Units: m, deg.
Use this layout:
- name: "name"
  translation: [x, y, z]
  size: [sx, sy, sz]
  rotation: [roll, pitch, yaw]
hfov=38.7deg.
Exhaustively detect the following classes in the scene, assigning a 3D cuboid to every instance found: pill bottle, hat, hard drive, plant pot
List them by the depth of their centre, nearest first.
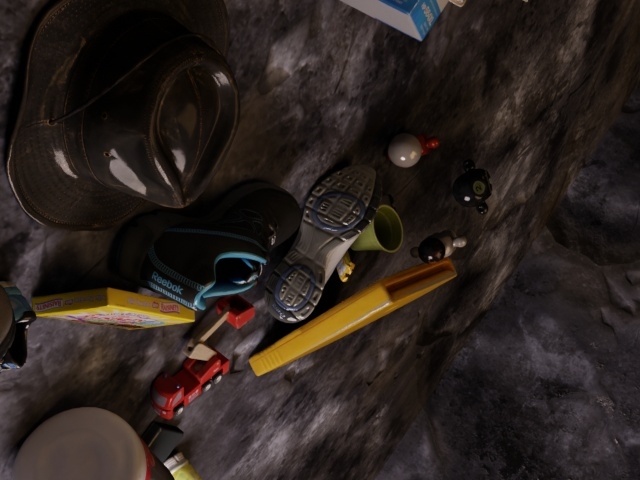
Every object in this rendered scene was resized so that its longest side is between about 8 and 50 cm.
- name: "hat"
  translation: [-0.167, -0.127, 0.965]
  size: [0.331, 0.134, 0.331]
  rotation: [-45, 155, -28]
- name: "pill bottle"
  translation: [-0.298, 0.370, 1.297]
  size: [0.176, 0.176, 0.318]
  rotation: [-48, 156, -20]
- name: "hard drive"
  translation: [-0.288, 0.364, 1.506]
  size: [0.135, 0.022, 0.094]
  rotation: [-54, 157, -5]
- name: "plant pot"
  translation: [0.087, -0.013, 1.578]
  size: [0.083, 0.079, 0.083]
  rotation: [17, 66, -45]

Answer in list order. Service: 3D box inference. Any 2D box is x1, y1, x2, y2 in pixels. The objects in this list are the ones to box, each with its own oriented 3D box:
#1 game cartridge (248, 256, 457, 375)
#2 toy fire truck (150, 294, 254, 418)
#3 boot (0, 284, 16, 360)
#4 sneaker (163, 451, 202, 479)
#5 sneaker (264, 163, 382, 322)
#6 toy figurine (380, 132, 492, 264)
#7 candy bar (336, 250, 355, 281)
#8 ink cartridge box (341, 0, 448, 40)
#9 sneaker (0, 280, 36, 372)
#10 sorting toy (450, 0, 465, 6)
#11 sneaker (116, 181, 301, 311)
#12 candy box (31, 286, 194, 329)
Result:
- name: "game cartridge"
  translation: [0.062, 0.136, 1.679]
  size: [0.324, 0.052, 0.285]
  rotation: [-31, 172, 31]
- name: "toy fire truck"
  translation: [-0.187, 0.181, 1.435]
  size: [0.192, 0.047, 0.135]
  rotation: [-37, 150, -36]
- name: "boot"
  translation: [-0.400, 0.054, 0.773]
  size: [0.338, 0.118, 0.222]
  rotation: [-34, 144, -50]
- name: "sneaker"
  translation: [-0.259, 0.478, 1.621]
  size: [0.081, 0.094, 0.208]
  rotation: [-31, 148, -49]
- name: "sneaker"
  translation: [0.000, 0.000, 1.535]
  size: [0.297, 0.111, 0.129]
  rotation: [-55, 179, -4]
- name: "toy figurine"
  translation: [0.185, -0.074, 1.631]
  size: [0.209, 0.213, 0.148]
  rotation: [-59, 170, 18]
- name: "candy bar"
  translation: [0.036, 0.023, 1.601]
  size: [0.040, 0.018, 0.161]
  rotation: [-62, -163, 19]
- name: "ink cartridge box"
  translation: [0.120, -0.384, 1.173]
  size: [0.203, 0.148, 0.086]
  rotation: [-56, 156, -1]
- name: "sneaker"
  translation: [-0.359, 0.127, 0.989]
  size: [0.063, 0.073, 0.162]
  rotation: [-1, 121, -63]
- name: "sorting toy"
  translation: [0.220, -0.431, 1.454]
  size: [0.075, 0.045, 0.083]
  rotation: [-60, 158, -12]
- name: "sneaker"
  translation: [-0.117, 0.016, 1.240]
  size: [0.341, 0.140, 0.125]
  rotation: [-25, 140, -53]
- name: "candy box"
  translation: [-0.249, 0.086, 1.127]
  size: [0.206, 0.105, 0.027]
  rotation: [25, 57, -67]
